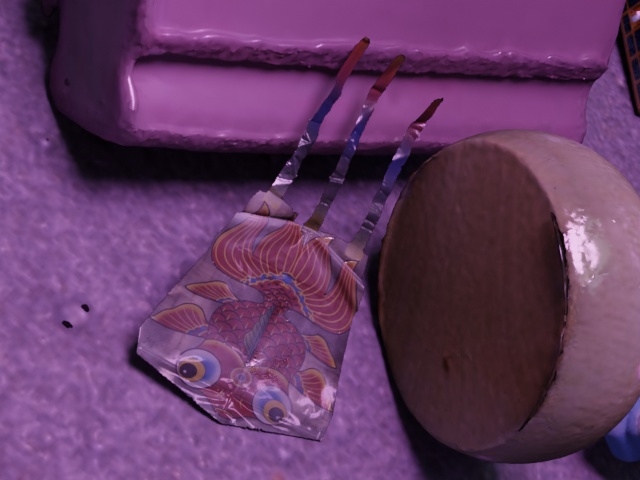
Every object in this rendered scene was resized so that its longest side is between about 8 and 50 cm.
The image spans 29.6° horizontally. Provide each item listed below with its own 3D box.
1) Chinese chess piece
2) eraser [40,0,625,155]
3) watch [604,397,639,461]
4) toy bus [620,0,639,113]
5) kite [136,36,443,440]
[{"bbox_3d":[0.109,0.031,0.687,0.083,0.188,0.188,4,60,-31],"label":"Chinese chess piece"},{"bbox_3d":[0.033,-0.191,0.727,0.359,0.272,0.122,-2,24,-36],"label":"eraser"},{"bbox_3d":[0.295,0.102,0.795,0.193,0.211,0.211,42,45,-29],"label":"watch"},{"bbox_3d":[0.306,-0.194,1.017,0.091,0.103,0.182,9,63,-29],"label":"toy bus"},{"bbox_3d":[-0.001,0.000,0.678,0.127,0.016,0.229,35,79,-27],"label":"kite"}]
